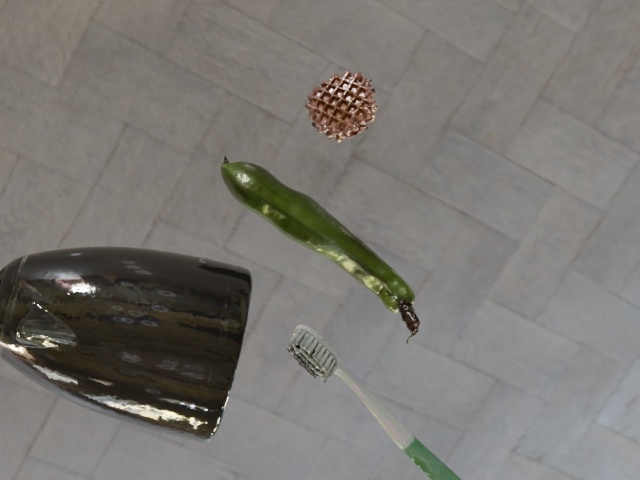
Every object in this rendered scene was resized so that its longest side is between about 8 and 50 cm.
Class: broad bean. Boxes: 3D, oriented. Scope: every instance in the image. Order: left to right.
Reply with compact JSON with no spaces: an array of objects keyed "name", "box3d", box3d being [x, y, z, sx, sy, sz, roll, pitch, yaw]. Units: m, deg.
[{"name":"broad bean","box3d":[0.004,-0.001,1.380,0.318,0.098,0.056,40,106,11]}]

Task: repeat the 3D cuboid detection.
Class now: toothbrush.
[{"name":"toothbrush","box3d":[0.073,0.150,0.780,0.257,0.024,0.018,44,124,-6]}]

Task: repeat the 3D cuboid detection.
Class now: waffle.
[{"name":"waffle","box3d":[0.026,-0.154,1.312,0.083,0.029,0.075,-25,72,3]}]

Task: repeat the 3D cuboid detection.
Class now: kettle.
[{"name":"kettle","box3d":[-0.243,0.099,1.349,0.290,0.268,0.207,13,96,-8]}]
